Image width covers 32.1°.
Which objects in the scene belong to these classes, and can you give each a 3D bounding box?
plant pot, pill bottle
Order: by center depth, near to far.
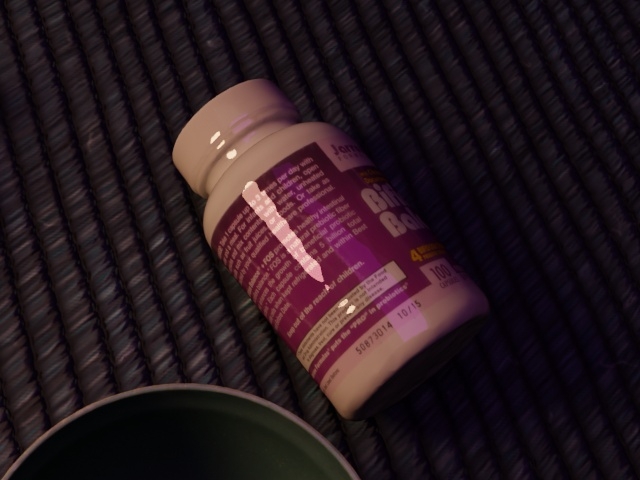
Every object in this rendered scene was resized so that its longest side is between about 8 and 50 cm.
[{"bbox_3d":[-0.106,0.277,0.834,0.293,0.196,0.293,4,62,-8],"label":"plant pot"},{"bbox_3d":[0.000,0.000,1.014,0.169,0.169,0.301,-32,72,-23],"label":"pill bottle"}]
